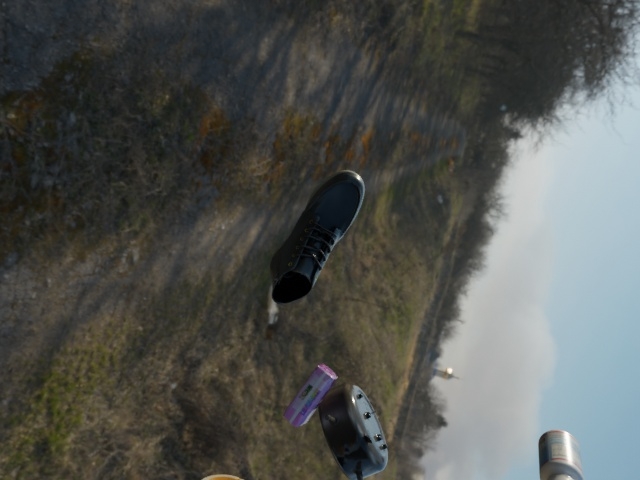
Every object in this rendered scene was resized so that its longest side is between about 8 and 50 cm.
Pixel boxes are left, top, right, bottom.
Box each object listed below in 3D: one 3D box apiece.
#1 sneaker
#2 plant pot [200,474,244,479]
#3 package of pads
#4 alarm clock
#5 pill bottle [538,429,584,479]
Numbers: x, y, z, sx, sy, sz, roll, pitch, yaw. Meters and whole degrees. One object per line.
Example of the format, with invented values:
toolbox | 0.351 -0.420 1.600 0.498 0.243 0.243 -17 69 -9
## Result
sneaker | 0.000 0.000 0.855 0.222 0.083 0.118 -55 -165 17
plant pot | -0.239 0.673 1.311 0.205 0.205 0.188 2 97 -77
package of pads | -0.012 0.208 0.745 0.083 0.032 0.050 -55 167 -2
alarm clock | 0.052 0.268 0.810 0.129 0.064 0.192 64 6 0
pill bottle | 0.514 0.487 1.187 0.160 0.087 0.087 -44 146 -63
